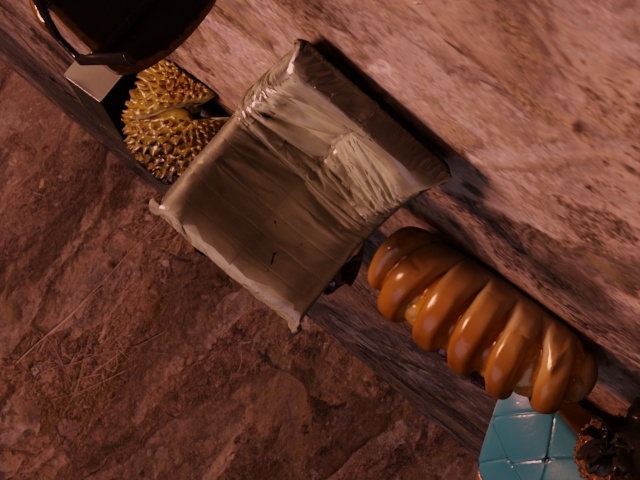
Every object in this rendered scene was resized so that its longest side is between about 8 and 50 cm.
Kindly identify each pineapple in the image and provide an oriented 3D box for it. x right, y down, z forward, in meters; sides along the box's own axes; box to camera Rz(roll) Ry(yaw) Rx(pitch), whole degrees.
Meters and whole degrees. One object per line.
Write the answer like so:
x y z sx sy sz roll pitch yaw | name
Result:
0.376 0.260 1.629 0.130 0.119 0.277 30 170 13 | pineapple

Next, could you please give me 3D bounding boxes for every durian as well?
-0.216 -0.157 1.874 0.193 0.138 0.237 36 173 15 | durian

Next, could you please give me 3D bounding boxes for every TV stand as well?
-0.350 -0.248 2.154 0.083 0.088 0.269 36 172 5 | TV stand

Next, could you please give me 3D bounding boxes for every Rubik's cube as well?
0.301 0.309 1.862 0.254 0.254 0.254 38 173 6 | Rubik's cube

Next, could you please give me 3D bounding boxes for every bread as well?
0.194 0.106 1.571 0.311 0.121 0.173 35 171 14 | bread

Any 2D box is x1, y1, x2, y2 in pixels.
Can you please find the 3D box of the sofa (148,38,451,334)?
-0.022 -0.051 1.263 0.210 0.225 0.176 42 176 -10 | sofa

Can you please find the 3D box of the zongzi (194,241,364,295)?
0.000 0.000 1.967 0.289 0.154 0.317 23 -170 38 | zongzi

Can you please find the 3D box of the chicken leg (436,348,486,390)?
0.240 0.186 2.075 0.234 0.063 0.105 39 178 -21 | chicken leg

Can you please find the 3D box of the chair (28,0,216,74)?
-0.173 -0.239 1.095 0.172 0.158 0.247 42 171 -4 | chair

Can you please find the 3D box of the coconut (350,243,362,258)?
-0.007 -0.056 1.479 0.147 0.152 0.147 8 146 5 | coconut
